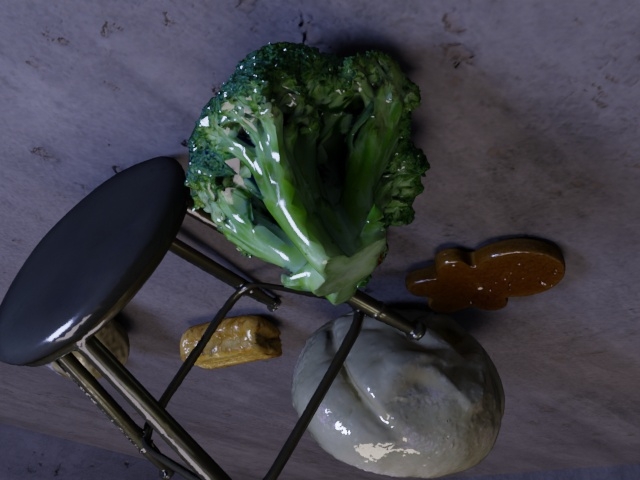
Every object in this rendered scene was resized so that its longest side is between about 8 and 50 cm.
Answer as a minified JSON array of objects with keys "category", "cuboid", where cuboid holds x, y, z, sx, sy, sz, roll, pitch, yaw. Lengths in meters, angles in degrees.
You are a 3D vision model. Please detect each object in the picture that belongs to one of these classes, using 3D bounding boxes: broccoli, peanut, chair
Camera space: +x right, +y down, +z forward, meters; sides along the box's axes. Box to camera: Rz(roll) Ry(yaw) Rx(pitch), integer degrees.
[{"category":"broccoli","cuboid":[-0.004,-0.060,0.623,0.265,0.245,0.294,-30,151,14]},{"category":"peanut","cuboid":[-0.478,0.186,1.215,0.152,0.152,0.313,3,147,6]},{"category":"chair","cuboid":[-0.170,0.126,0.836,0.365,0.361,0.410,3,143,50]}]

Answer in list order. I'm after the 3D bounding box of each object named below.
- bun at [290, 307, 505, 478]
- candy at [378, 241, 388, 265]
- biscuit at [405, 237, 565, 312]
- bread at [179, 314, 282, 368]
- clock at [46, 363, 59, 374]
[{"category":"bun","cuboid":[0.135,0.224,1.027,0.366,0.365,0.219,12,106,-8]},{"category":"candy","cuboid":[0.000,0.000,0.905,0.201,0.060,0.060,12,150,9]},{"category":"biscuit","cuboid":[0.254,0.055,0.949,0.236,0.039,0.180,-18,139,34]},{"category":"bread","cuboid":[-0.180,0.205,1.241,0.211,0.083,0.114,-13,149,30]},{"category":"clock","cuboid":[-0.560,0.258,1.409,0.117,0.079,0.176,-4,146,17]}]
